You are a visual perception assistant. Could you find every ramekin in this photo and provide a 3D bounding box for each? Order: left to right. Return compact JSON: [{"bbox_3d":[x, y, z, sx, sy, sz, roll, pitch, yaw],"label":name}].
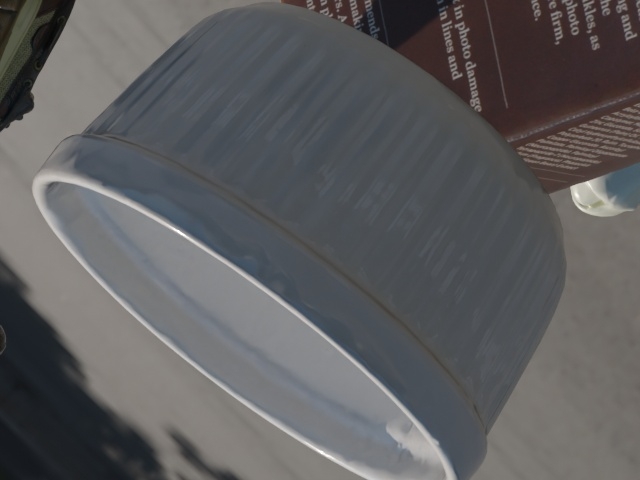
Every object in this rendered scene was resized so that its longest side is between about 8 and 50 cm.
[{"bbox_3d":[0.000,0.000,0.765,0.207,0.109,0.207,35,165,11],"label":"ramekin"}]

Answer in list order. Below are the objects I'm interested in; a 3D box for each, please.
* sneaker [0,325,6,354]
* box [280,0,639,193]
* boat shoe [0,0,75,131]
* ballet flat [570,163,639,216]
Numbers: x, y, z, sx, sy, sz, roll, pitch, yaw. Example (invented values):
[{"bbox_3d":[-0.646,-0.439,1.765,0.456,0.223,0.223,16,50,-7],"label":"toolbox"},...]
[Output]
[{"bbox_3d":[-0.213,0.006,1.058,0.170,0.089,0.051,35,-169,-47],"label":"sneaker"},{"bbox_3d":[0.163,-0.150,1.017,0.381,0.191,0.143,-19,164,38],"label":"box"},{"bbox_3d":[-0.187,-0.088,1.116,0.049,0.152,0.056,15,-154,-39],"label":"boat shoe"},{"bbox_3d":[0.155,-0.071,1.344,0.400,0.139,0.139,-5,134,31],"label":"ballet flat"}]
